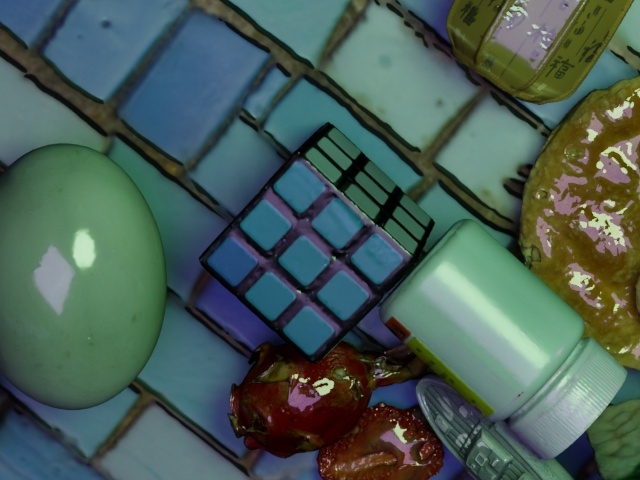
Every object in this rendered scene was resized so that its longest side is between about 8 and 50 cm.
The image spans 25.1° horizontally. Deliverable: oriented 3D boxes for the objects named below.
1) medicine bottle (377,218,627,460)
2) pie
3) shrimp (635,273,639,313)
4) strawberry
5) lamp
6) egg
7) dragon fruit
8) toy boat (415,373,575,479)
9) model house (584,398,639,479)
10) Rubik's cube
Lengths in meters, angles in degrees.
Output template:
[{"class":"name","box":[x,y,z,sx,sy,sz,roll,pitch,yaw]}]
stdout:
[{"class":"medicine bottle","box":[0.179,0.097,1.419,0.225,0.139,0.139,42,106,4]},{"class":"pie","box":[0.363,-0.020,1.441,0.339,0.083,0.340,3,107,9]},{"class":"shrimp","box":[0.417,0.045,1.385,0.219,0.046,0.152,-28,105,19]},{"class":"strawberry","box":[0.067,0.232,1.565,0.152,0.048,0.104,-23,95,10]},{"class":"lamp","box":[0.215,-0.234,1.374,0.161,0.161,0.185,29,109,1]},{"class":"egg","box":[-0.261,0.039,1.490,0.202,0.203,0.283,4,107,8]},{"class":"dragon fruit","box":[0.019,0.152,1.529,0.246,0.125,0.125,-14,85,-4]},{"class":"toy boat","box":[0.187,0.231,1.459,0.260,0.085,0.078,46,130,25]},{"class":"model house","box":[0.433,0.279,1.415,0.284,0.243,0.298,-22,113,4]},{"class":"Rubik's cube","box":[0.000,0.000,1.462,0.160,0.163,0.162,42,110,-2]}]
